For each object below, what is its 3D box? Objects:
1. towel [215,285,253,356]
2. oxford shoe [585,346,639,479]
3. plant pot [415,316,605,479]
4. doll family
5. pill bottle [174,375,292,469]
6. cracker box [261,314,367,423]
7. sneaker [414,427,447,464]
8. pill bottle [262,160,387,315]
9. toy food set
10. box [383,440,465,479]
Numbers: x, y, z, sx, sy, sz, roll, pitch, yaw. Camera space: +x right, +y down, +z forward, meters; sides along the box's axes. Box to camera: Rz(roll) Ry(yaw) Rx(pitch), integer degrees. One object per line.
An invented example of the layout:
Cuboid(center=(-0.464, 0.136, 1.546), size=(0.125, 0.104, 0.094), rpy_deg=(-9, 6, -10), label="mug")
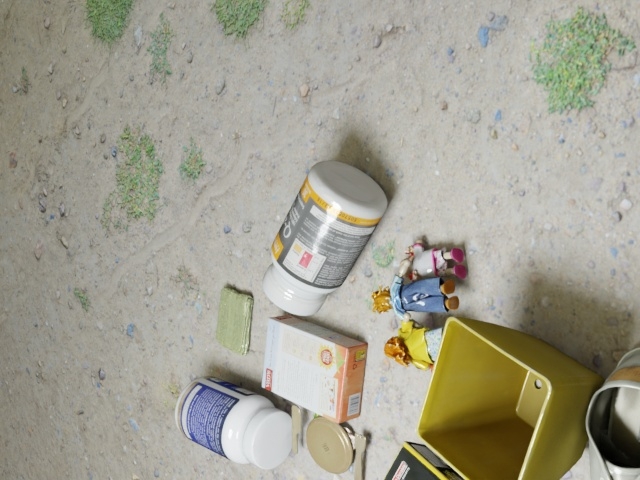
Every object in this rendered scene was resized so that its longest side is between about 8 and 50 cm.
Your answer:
Cuboid(center=(-0.198, 0.186, 1.809), size=(0.110, 0.027, 0.148), rpy_deg=(17, 106, 44), label="towel")
Cuboid(center=(0.448, 0.376, 1.112), size=(0.169, 0.130, 0.450), rpy_deg=(5, 98, 43), label="oxford shoe")
Cuboid(center=(0.302, 0.249, 1.189), size=(0.212, 0.187, 0.212), rpy_deg=(34, 116, 51), label="plant pot")
Cuboid(center=(0.168, 0.130, 1.374), size=(0.163, 0.118, 0.263), rpy_deg=(-12, 85, 45), label="doll family")
Cuboid(center=(-0.188, 0.401, 1.728), size=(0.264, 0.153, 0.153), rpy_deg=(10, 100, 45), label="pill bottle")
Cuboid(center=(-0.016, 0.257, 1.606), size=(0.232, 0.067, 0.156), rpy_deg=(15, 103, 42), label="cracker box")
Cuboid(center=(0.252, 0.366, 1.329), size=(0.212, 0.094, 0.080), rpy_deg=(25, 109, 41), label="sneaker")
Cuboid(center=(0.000, 0.000, 1.502), size=(0.162, 0.162, 0.278), rpy_deg=(48, 124, 31), label="pill bottle")
Cuboid(center=(0.023, 0.413, 1.608), size=(0.192, 0.038, 0.133), rpy_deg=(16, 112, 38), label="toy food set")
Cuboid(center=(0.165, 0.542, 1.295), size=(0.257, 0.079, 0.322), rpy_deg=(35, 100, 43), label="box")
